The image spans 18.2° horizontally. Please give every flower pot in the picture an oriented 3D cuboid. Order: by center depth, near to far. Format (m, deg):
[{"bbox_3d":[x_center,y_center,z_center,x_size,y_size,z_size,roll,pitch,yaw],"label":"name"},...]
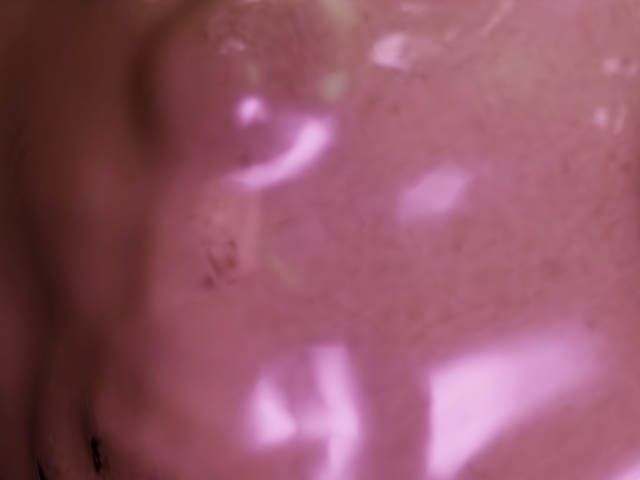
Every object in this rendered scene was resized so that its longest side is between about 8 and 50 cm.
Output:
[{"bbox_3d":[0.098,0.002,0.340,0.307,0.244,0.307,8,104,32],"label":"flower pot"}]
